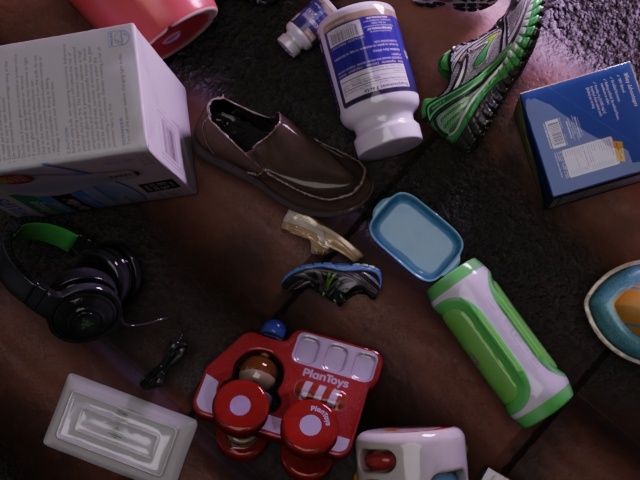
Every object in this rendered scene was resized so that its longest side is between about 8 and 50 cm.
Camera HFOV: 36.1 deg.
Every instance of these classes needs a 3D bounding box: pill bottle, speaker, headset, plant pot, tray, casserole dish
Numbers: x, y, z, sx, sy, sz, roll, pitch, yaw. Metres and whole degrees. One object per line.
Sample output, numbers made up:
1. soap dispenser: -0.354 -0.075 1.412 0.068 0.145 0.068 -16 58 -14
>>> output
1. pill bottle: -0.023 -0.409 1.889 0.120 0.067 0.067 -43 81 -1
2. speaker: 0.317 0.181 1.746 0.131 0.131 0.296 -35 80 0
3. headset: -0.423 0.115 1.793 0.394 0.243 0.185 34 112 -8
4. plant pot: -0.339 -0.477 1.846 0.275 0.275 0.243 -34 92 0
5. pill bottle: 0.096 -0.292 1.819 0.153 0.153 0.264 -15 82 3
6. tray: -0.378 0.360 1.840 0.270 0.030 0.145 19 84 8
7. casserole dish: 0.178 -0.005 1.831 0.188 0.037 0.114 41 88 10

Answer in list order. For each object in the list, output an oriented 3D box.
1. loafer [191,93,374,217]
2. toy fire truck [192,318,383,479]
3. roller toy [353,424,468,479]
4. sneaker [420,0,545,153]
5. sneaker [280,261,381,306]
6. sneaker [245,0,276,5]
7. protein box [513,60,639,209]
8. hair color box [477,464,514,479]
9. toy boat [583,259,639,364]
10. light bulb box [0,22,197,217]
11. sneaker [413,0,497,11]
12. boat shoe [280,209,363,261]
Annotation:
1. loafer: -0.076 -0.157 1.809 0.366 0.130 0.134 21 61 9
2. toy fire truck: -0.061 0.274 1.771 0.302 0.169 0.254 16 59 8
3. roller toy: 0.156 0.399 1.699 0.209 0.191 0.146 -4 83 5
4. sneaker: 0.304 -0.342 1.815 0.146 0.134 0.343 31 87 9
5. sneaker: 0.019 0.083 1.818 0.188 0.067 0.078 0 76 3
6. sneaker: -0.161 -0.536 1.914 0.208 0.081 0.094 33 84 9
7. protein box: 0.479 -0.186 1.774 0.201 0.136 0.200 -16 81 3
8. hair color box: 0.346 0.481 1.740 0.167 0.053 0.093 30 87 7
9. toy boat: 0.603 0.064 1.723 0.267 0.148 0.318 5 83 6
10. light bulb box: -0.444 -0.197 1.755 0.361 0.358 0.225 -9 80 5
11. sneaker: 0.258 -0.484 1.874 0.170 0.068 0.071 8 78 7
12. boat shoe: 0.000 0.000 1.838 0.170 0.063 0.059 33 89 18
